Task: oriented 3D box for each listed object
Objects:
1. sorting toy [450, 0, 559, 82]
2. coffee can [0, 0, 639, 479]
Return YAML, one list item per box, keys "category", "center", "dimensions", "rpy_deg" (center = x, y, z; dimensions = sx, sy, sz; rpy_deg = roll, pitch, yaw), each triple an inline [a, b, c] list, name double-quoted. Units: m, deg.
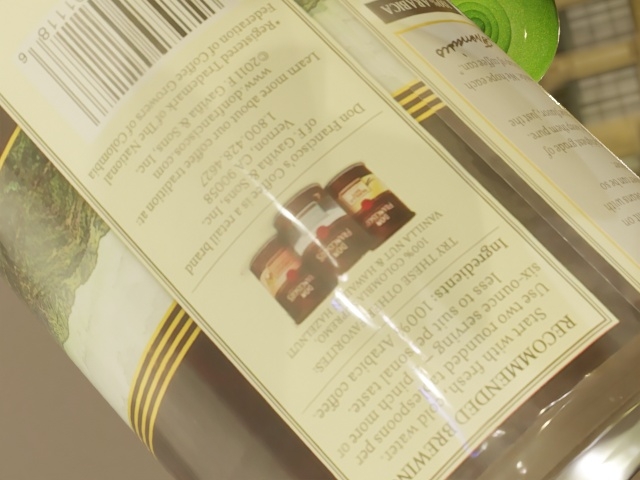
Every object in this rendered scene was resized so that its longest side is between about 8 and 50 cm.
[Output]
- category: "sorting toy"
  center: [0.090, -0.133, 1.325]
  dimensions: [0.127, 0.365, 0.126]
  rpy_deg: [38, -147, 9]
- category: "coffee can"
  center: [0.000, 0.000, 0.645]
  dimensions: [0.275, 0.201, 0.201]
  rpy_deg: [47, -169, 19]
